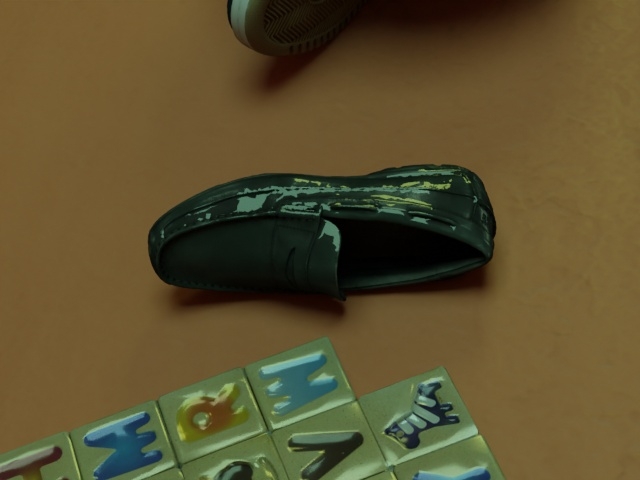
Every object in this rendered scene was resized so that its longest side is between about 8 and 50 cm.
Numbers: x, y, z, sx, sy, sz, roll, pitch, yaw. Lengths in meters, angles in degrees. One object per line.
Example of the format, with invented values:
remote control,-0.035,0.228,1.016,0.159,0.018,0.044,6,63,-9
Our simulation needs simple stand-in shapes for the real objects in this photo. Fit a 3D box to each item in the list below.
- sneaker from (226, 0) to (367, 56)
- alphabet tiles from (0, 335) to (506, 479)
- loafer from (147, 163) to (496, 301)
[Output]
sneaker,-0.024,-0.247,1.234,0.153,0.099,0.282,23,49,24
alphabet tiles,-0.056,0.190,0.888,0.342,0.011,0.285,-20,46,-6
loafer,0.000,0.000,1.010,0.223,0.076,0.078,-7,38,2
